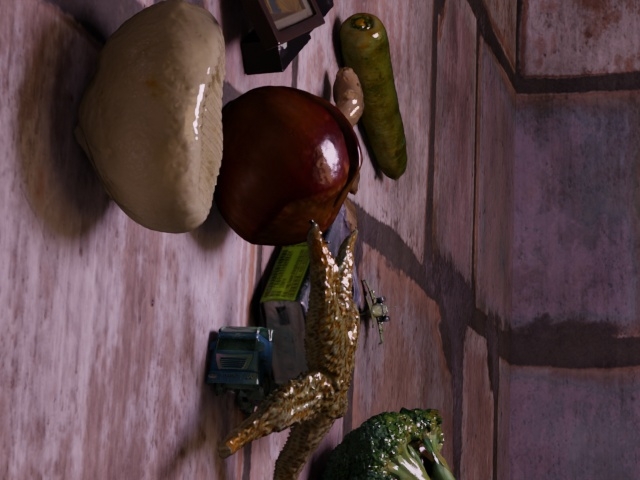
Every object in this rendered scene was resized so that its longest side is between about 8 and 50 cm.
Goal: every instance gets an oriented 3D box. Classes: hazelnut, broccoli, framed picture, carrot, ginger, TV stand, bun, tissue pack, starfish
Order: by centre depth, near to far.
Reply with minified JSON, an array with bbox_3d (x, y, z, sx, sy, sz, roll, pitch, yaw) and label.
[{"bbox_3d":[-0.153,-0.113,1.359,0.222,0.127,0.222,-177,-90,-89],"label":"bun"},{"bbox_3d":[-0.045,-0.083,1.674,0.204,0.178,0.178,-22,110,-73],"label":"hazelnut"},{"bbox_3d":[0.000,0.147,1.694,0.358,0.078,0.347,43,62,-70],"label":"starfish"},{"bbox_3d":[-0.055,-0.296,1.776,0.128,0.023,0.168,64,24,-7],"label":"framed picture"},{"bbox_3d":[-0.037,-0.267,1.886,0.256,0.049,0.040,-59,143,-61],"label":"TV stand"},{"bbox_3d":[-0.011,0.078,1.921,0.235,0.073,0.173,-66,152,-55],"label":"tissue pack"},{"bbox_3d":[0.129,0.349,2.058,0.254,0.269,0.269,78,18,-56],"label":"broccoli"},{"bbox_3d":[0.028,-0.110,2.104,0.149,0.065,0.259,86,5,-64],"label":"ginger"},{"bbox_3d":[0.087,-0.203,2.295,0.358,0.074,0.074,73,22,-52],"label":"carrot"}]

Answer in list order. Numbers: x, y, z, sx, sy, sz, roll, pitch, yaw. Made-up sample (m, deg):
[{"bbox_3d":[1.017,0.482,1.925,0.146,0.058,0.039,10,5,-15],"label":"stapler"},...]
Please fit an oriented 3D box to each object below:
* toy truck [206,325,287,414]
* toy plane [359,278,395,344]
[{"bbox_3d":[-0.069,0.148,1.722,0.175,0.067,0.081,47,47,-66],"label":"toy truck"},{"bbox_3d":[0.087,0.108,2.328,0.111,0.040,0.102,-1,80,-72],"label":"toy plane"}]
